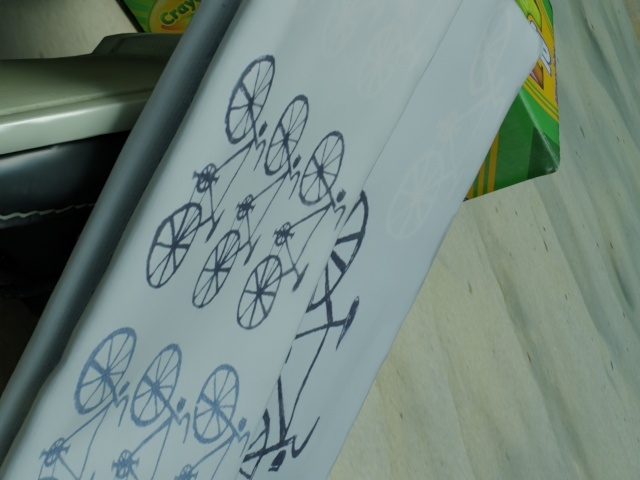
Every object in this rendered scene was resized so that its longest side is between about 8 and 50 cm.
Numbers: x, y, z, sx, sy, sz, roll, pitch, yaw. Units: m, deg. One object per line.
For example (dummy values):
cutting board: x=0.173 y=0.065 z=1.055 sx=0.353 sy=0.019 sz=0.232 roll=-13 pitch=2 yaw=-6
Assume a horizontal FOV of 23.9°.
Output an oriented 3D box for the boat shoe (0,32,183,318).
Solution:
boat shoe: x=-0.093 y=-0.021 z=0.623 sx=0.340 sy=0.127 sz=0.113 roll=-33 pitch=128 yaw=-69

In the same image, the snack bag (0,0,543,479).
snack bag: x=0.000 y=0.000 z=0.650 sx=0.323 sy=0.037 sz=0.342 roll=-64 pitch=159 yaw=-4

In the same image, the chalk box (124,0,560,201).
chalk box: x=0.004 y=-0.168 z=0.883 sx=0.289 sy=0.180 sz=0.179 roll=55 pitch=27 yaw=-34
